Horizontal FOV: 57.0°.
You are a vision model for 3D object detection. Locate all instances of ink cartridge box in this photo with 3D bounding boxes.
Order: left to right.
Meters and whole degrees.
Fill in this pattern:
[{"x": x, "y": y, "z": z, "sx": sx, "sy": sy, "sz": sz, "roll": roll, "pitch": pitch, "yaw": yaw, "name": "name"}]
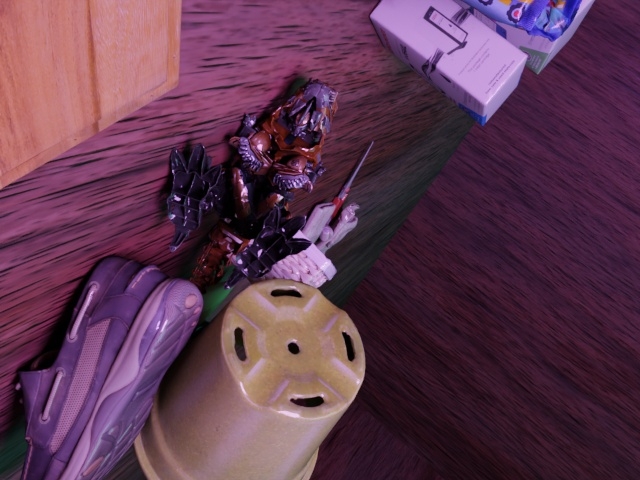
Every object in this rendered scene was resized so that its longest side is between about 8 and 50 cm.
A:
[{"x": 0.180, "y": -0.268, "z": 0.834, "sx": 0.086, "sy": 0.203, "sz": 0.148, "roll": -51, "pitch": 169, "yaw": 10, "name": "ink cartridge box"}, {"x": 0.297, "y": -0.380, "z": 0.914, "sx": 0.093, "sy": 0.212, "sz": 0.154, "roll": -47, "pitch": 170, "yaw": -2, "name": "ink cartridge box"}]

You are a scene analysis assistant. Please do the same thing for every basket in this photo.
[{"x": -0.071, "y": 0.018, "z": 0.876, "sx": 0.103, "sy": 0.167, "sz": 0.113, "roll": -44, "pitch": 168, "yaw": -2, "name": "basket"}]

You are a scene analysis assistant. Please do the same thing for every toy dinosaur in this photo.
[{"x": -0.077, "y": -0.044, "z": 0.722, "sx": 0.218, "sy": 0.164, "sz": 0.321, "roll": -68, "pitch": 172, "yaw": -72, "name": "toy dinosaur"}]

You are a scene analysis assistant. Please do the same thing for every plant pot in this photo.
[{"x": -0.078, "y": 0.187, "z": 0.756, "sx": 0.276, "sy": 0.276, "sz": 0.254, "roll": -39, "pitch": 169, "yaw": -45, "name": "plant pot"}]

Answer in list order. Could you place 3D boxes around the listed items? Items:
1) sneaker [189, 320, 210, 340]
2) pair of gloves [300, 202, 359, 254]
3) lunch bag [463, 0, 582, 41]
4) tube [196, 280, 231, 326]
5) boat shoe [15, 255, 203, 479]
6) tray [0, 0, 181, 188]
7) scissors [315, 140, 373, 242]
[{"x": -0.214, "y": 0.201, "z": 1.039, "sx": 0.135, "sy": 0.097, "sz": 0.276, "roll": -45, "pitch": 168, "yaw": 5, "name": "sneaker"}, {"x": 0.000, "y": 0.000, "z": 1.330, "sx": 0.204, "sy": 0.042, "sz": 0.240, "roll": -51, "pitch": 163, "yaw": 19, "name": "pair of gloves"}, {"x": 0.175, "y": -0.309, "z": 0.630, "sx": 0.138, "sy": 0.221, "sz": 0.293, "roll": -54, "pitch": 168, "yaw": 17, "name": "lunch bag"}, {"x": -0.205, "y": 0.111, "z": 0.930, "sx": 0.240, "sy": 0.070, "sz": 0.062, "roll": -28, "pitch": 118, "yaw": -73, "name": "tube"}, {"x": -0.268, "y": 0.172, "z": 0.682, "sx": 0.355, "sy": 0.130, "sz": 0.132, "roll": -58, "pitch": 171, "yaw": 8, "name": "boat shoe"}, {"x": -0.138, "y": -0.180, "z": 0.203, "sx": 0.203, "sy": 0.076, "sz": 0.411, "roll": -44, "pitch": 166, "yaw": -33, "name": "tray"}, {"x": 0.045, "y": -0.097, "z": 1.316, "sx": 0.109, "sy": 0.021, "sz": 0.297, "roll": -40, "pitch": 167, "yaw": -35, "name": "scissors"}]
